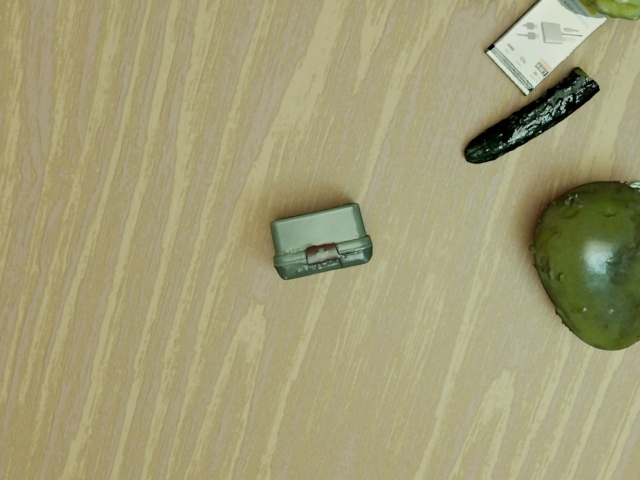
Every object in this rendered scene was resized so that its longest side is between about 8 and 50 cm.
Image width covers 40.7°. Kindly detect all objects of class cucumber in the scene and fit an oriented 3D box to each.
[{"bbox_3d":[0.433,-0.246,1.781,0.303,0.081,0.072,-36,131,7],"label":"cucumber"}]

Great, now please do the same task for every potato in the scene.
[{"bbox_3d":[0.574,0.061,1.786,0.270,0.219,0.359,-9,106,-6],"label":"potato"}]

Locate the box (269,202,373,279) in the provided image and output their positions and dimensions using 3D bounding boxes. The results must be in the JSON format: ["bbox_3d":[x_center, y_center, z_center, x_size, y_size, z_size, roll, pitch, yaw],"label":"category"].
[{"bbox_3d":[0.000,0.000,1.800,0.210,0.148,0.129,-13,92,2],"label":"box"}]

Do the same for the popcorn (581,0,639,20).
[{"bbox_3d":[0.612,-0.564,1.572,0.294,0.292,0.334,22,92,-25],"label":"popcorn"}]

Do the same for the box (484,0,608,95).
[{"bbox_3d":[0.465,-0.425,1.750,0.129,0.033,0.247,43,104,-9],"label":"box"}]

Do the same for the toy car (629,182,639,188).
[{"bbox_3d":[0.687,-0.066,1.851,0.059,0.035,0.122,-26,94,5],"label":"toy car"}]
